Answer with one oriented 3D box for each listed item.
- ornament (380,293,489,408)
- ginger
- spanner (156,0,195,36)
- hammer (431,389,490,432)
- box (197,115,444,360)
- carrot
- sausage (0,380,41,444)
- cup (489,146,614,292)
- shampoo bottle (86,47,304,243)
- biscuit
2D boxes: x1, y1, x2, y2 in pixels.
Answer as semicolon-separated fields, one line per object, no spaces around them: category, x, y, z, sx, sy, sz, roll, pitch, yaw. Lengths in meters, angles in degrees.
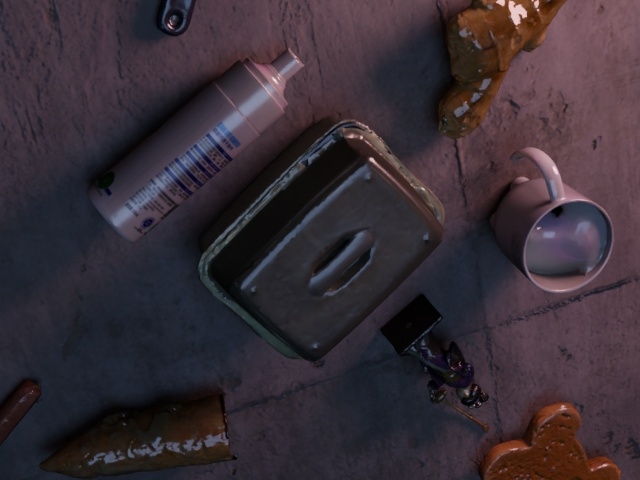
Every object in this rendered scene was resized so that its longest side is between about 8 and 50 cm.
ornament;0.172;0.184;1.666;0.081;0.088;0.203;-34;120;-1
ginger;0.250;-0.280;1.492;0.333;0.081;0.148;-45;123;5
spanner;-0.129;-0.389;1.353;0.087;0.024;0.315;9;109;-28
hammer;0.215;0.260;1.755;0.123;0.014;0.029;35;107;-30
box;0.000;0.000;1.481;0.290;0.166;0.220;-45;118;3
carrot;-0.244;0.276;1.562;0.263;0.102;0.101;-11;116;-12
sausage;-0.416;0.241;1.522;0.035;0.030;0.147;35;98;-29
cup;0.294;-0.030;1.581;0.134;0.142;0.173;-46;119;5
shampoo bottle;-0.144;-0.127;1.421;0.303;0.092;0.092;-41;119;2
biscuit;0.375;0.402;1.850;0.205;0.049;0.324;-38;118;1
